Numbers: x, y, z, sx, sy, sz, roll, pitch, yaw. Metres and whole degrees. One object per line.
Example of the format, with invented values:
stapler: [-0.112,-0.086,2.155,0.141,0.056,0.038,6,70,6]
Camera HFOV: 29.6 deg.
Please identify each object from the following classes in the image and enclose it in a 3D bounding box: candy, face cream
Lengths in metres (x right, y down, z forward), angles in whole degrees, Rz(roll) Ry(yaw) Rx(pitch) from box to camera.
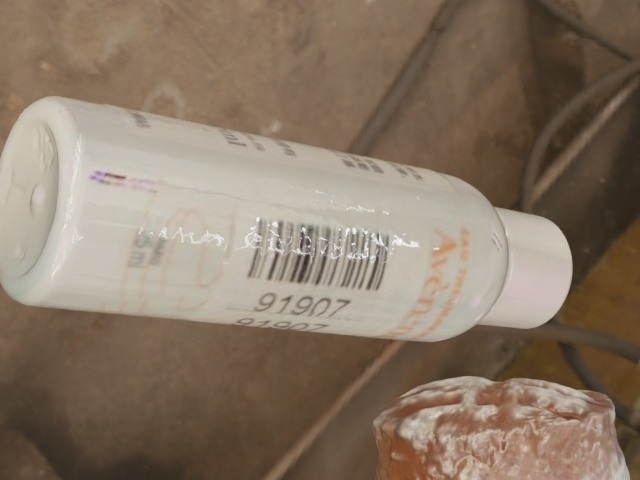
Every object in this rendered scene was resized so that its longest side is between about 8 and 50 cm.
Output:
candy: [0.201,0.233,1.390,0.214,0.289,0.157,-30,114,-79]
face cream: [0.000,0.000,0.520,0.269,0.082,0.082,8,104,-34]
